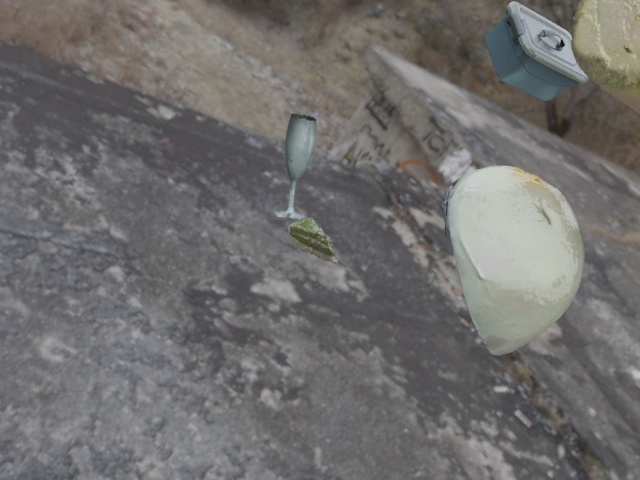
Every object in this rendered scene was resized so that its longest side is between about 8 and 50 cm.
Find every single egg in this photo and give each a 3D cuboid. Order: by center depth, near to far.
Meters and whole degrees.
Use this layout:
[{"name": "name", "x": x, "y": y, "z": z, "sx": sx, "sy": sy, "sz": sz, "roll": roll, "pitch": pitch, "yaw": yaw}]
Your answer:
[{"name": "egg", "x": 0.348, "y": 0.026, "z": 1.375, "sx": 0.337, "sy": 0.201, "sz": 0.337, "roll": 41, "pitch": 41, "yaw": -50}]

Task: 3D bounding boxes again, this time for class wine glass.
[{"name": "wine glass", "x": -0.045, "y": -0.143, "z": 1.546, "sx": 0.066, "sy": 0.198, "sz": 0.066, "roll": 9, "pitch": 17, "yaw": -3}]

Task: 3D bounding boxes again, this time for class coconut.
[{"name": "coconut", "x": 0.636, "y": -0.363, "z": 1.428, "sx": 0.309, "sy": 0.297, "sz": 0.297, "roll": 10, "pitch": 35, "yaw": -40}]

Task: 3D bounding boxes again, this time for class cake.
[{"name": "cake", "x": 0.000, "y": 0.000, "z": 1.407, "sx": 0.055, "sy": 0.051, "sz": 0.140, "roll": -22, "pitch": 26, "yaw": -27}]

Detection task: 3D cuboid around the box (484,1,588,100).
[{"name": "box", "x": 0.486, "y": -0.422, "z": 1.812, "sx": 0.227, "sy": 0.130, "sz": 0.162, "roll": 15, "pitch": 52, "yaw": -35}]
